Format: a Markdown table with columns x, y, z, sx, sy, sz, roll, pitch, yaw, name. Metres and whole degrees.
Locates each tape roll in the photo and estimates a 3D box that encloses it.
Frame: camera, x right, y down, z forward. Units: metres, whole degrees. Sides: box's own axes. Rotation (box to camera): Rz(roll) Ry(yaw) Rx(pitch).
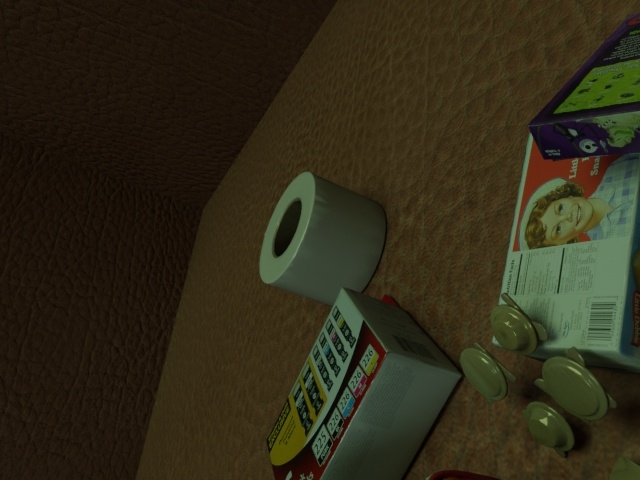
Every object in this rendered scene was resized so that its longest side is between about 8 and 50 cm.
| x | y | z | sx | sy | sz | roll | pitch | yaw | name |
| --- | --- | --- | --- | --- | --- | --- | --- | --- | --- |
| 0.000 | 0.000 | 1.095 | 0.246 | 0.169 | 0.246 | -50 | 28 | 40 | tape roll |

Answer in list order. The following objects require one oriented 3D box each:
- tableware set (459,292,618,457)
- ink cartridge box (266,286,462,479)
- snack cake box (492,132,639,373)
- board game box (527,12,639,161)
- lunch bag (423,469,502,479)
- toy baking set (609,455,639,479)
| x | y | z | sx | sy | sz | roll | pitch | yaw | name |
| --- | --- | --- | --- | --- | --- | --- | --- | --- | --- |
| 0.207 | 0.138 | 0.524 | 0.141 | 0.020 | 0.168 | 48 | 150 | 32 | tableware set |
| 0.039 | 0.250 | 0.831 | 0.309 | 0.130 | 0.272 | -65 | 21 | 11 | ink cartridge box |
| 0.285 | -0.004 | 0.548 | 0.152 | 0.089 | 0.264 | -17 | 54 | 65 | snack cake box |
| 0.356 | -0.144 | 0.377 | 0.208 | 0.056 | 0.347 | -48 | 25 | -19 | board game box |
| 0.140 | 0.320 | 0.360 | 0.120 | 0.258 | 0.293 | -51 | 26 | 30 | lunch bag |
| 0.336 | 0.164 | 0.363 | 0.256 | 0.030 | 0.196 | -55 | 23 | 29 | toy baking set |
